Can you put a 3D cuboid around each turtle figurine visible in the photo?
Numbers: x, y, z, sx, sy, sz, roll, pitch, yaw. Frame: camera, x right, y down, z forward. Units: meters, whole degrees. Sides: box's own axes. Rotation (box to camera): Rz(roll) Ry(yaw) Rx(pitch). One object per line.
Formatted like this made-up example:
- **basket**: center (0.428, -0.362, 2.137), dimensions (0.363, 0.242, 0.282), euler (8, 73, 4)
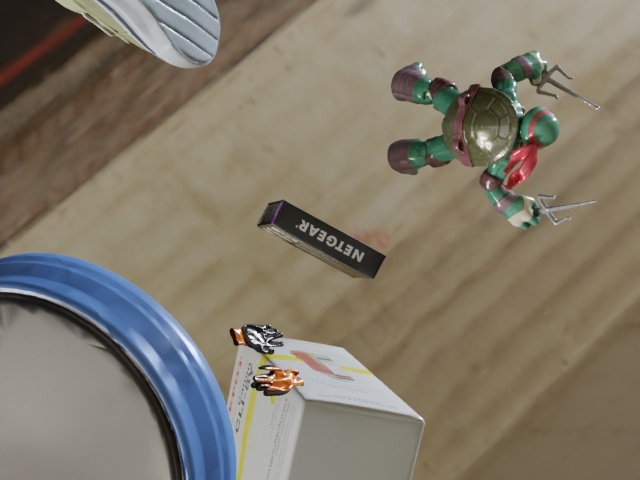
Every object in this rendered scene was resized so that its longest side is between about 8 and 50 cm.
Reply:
- **turtle figurine**: center (0.170, -0.111, 1.408), dimensions (0.234, 0.118, 0.175), euler (11, -97, 43)

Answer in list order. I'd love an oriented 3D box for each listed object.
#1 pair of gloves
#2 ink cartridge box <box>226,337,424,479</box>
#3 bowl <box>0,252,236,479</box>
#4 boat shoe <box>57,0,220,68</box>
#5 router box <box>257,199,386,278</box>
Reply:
- **pair of gloves**: center (-0.056, 0.124, 1.494), dimensions (0.010, 0.083, 0.074), euler (-38, 157, 34)
- **ink cartridge box**: center (-0.023, 0.300, 1.867), dimensions (0.384, 0.160, 0.279), euler (-149, -109, -74)
- **bowl**: center (-0.276, 0.209, 1.443), dimensions (0.391, 0.391, 0.077), euler (-41, 175, 27)
- **boat shoe**: center (-0.205, -0.263, 1.465), dimensions (0.094, 0.109, 0.302), euler (1, 162, 27)
- **router box**: center (0.000, 0.000, 2.181), dimensions (0.046, 0.179, 0.133), euler (-63, -169, -6)
